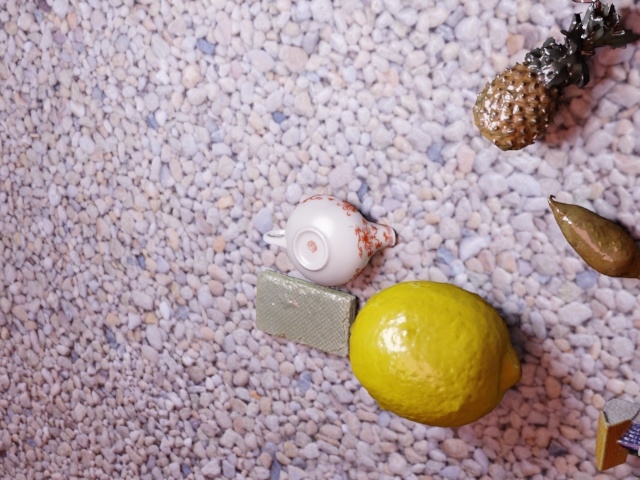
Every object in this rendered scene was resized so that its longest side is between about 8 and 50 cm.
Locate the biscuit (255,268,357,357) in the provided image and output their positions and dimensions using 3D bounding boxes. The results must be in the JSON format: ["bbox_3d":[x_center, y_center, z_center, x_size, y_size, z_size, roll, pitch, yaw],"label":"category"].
[{"bbox_3d":[-0.029,0.131,1.865,0.200,0.041,0.121,15,112,29],"label":"biscuit"}]

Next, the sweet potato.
[{"bbox_3d":[0.437,0.024,1.515,0.269,0.075,0.074,35,122,6],"label":"sweet potato"}]

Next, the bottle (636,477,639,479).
[{"bbox_3d":[0.480,0.504,1.593,0.172,0.171,0.351,36,120,18],"label":"bottle"}]

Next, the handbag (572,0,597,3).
[{"bbox_3d":[0.278,-0.468,1.440,0.332,0.075,0.191,28,121,20],"label":"handbag"}]

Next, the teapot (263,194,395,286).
[{"bbox_3d":[0.000,0.000,1.772,0.246,0.116,0.159,13,124,35],"label":"teapot"}]

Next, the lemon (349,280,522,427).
[{"bbox_3d":[0.178,0.179,1.637,0.288,0.233,0.233,15,114,19],"label":"lemon"}]

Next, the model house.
[{"bbox_3d":[0.470,0.306,1.569,0.101,0.100,0.087,14,113,28],"label":"model house"}]

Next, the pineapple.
[{"bbox_3d":[0.329,-0.238,1.467,0.251,0.125,0.125,-43,81,30],"label":"pineapple"}]
